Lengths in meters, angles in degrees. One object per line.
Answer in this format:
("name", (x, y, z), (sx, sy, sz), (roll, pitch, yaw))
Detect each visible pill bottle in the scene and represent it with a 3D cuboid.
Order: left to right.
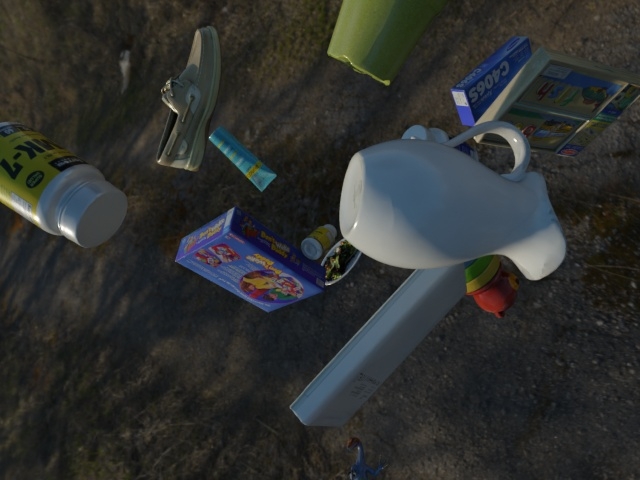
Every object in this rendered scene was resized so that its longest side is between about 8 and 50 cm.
("pill bottle", (-0.406, -0.082, 0.719), (0.208, 0.119, 0.119), (30, 102, 10))
("pill bottle", (0.000, 0.000, 1.318), (0.065, 0.116, 0.065), (14, 121, 24))
("pill bottle", (0.287, -0.211, 1.166), (0.112, 0.186, 0.112), (-22, 61, 47))

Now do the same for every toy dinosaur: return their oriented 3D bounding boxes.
("toy dinosaur", (0.043, 0.291, 0.588), (0.090, 0.047, 0.082), (122, 150, -42))

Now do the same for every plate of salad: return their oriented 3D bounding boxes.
("plate of salad", (0.058, 0.053, 1.518), (0.199, 0.048, 0.200), (-38, 27, 23))

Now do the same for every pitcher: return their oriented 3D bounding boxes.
("pitcher", (0.129, -0.055, 0.488), (0.125, 0.207, 0.178), (121, 154, -64))

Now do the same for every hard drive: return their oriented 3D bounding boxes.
("hard drive", (0.103, 0.155, 0.725), (0.307, 0.203, 0.040), (-47, 63, -3))

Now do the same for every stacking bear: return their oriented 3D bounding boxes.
("stacking bear", (0.373, 0.061, 1.169), (0.164, 0.289, 0.175), (-35, 16, 38))

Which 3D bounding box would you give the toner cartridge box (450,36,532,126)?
("toner cartridge box", (0.660, -0.602, 1.808), (0.347, 0.165, 0.075), (-41, 37, -10))

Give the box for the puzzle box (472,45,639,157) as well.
("puzzle box", (0.634, -0.348, 1.268), (0.272, 0.408, 0.052), (-56, 42, 47))

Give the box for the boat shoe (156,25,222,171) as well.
("boat shoe", (-0.276, -0.291, 0.989), (0.109, 0.098, 0.303), (54, 132, 50))

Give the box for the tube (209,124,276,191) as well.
("tube", (-0.219, -0.232, 1.342), (0.080, 0.207, 0.052), (-37, 14, 43))

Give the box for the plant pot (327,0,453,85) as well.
("plant pot", (0.148, -0.536, 1.168), (0.276, 0.276, 0.254), (46, 116, 44))

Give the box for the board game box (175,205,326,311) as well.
("board game box", (-0.185, 0.068, 1.321), (0.233, 0.347, 0.078), (-25, 44, 34))
